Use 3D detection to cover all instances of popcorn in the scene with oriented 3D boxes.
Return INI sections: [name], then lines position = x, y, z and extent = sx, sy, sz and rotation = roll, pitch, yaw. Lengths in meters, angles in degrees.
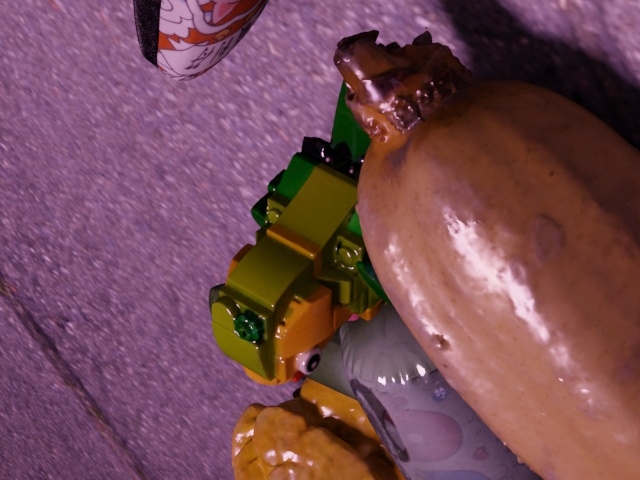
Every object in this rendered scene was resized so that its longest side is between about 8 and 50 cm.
[popcorn]
position = 0.001, 0.187, 1.490
extent = 0.148, 0.152, 0.167
rotation = 5, 121, 1

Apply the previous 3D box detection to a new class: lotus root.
[lotus root]
position = 0.128, 0.014, 1.023
extent = 0.342, 0.151, 0.169
rotation = 50, 139, -5

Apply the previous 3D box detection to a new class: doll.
[doll]
position = 0.002, 0.004, 1.154
extent = 0.106, 0.186, 0.134
rotation = 29, 168, 27

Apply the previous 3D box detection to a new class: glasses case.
[glasses case]
position = -0.057, -0.185, 1.029
extent = 0.067, 0.103, 0.266
rotation = 36, 155, 12

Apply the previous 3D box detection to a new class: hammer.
[hammer]
position = 0.029, 0.085, 1.332
extent = 0.335, 0.119, 0.206
rotation = 22, 148, 50
